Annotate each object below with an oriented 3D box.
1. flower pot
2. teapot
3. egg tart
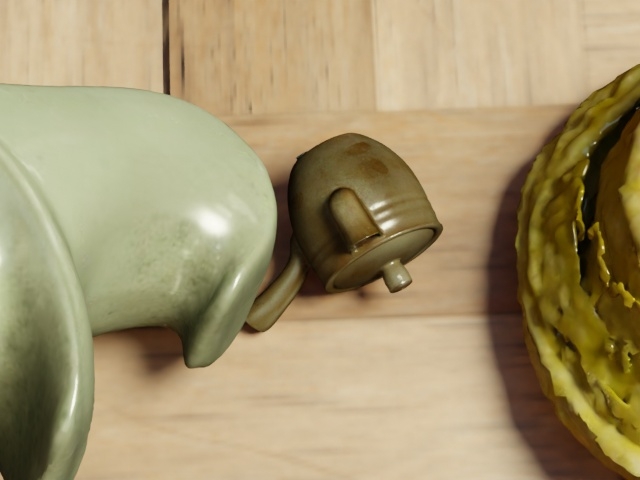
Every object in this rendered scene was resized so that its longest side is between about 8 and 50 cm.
[{"bbox_3d":[-0.219,-0.025,0.692,0.367,0.165,0.254,32,43,5],"label":"flower pot"},{"bbox_3d":[0.000,0.000,0.765,0.110,0.085,0.080,-32,74,12],"label":"teapot"},{"bbox_3d":[0.222,-0.010,0.701,0.294,0.123,0.294,-11,57,18],"label":"egg tart"}]
